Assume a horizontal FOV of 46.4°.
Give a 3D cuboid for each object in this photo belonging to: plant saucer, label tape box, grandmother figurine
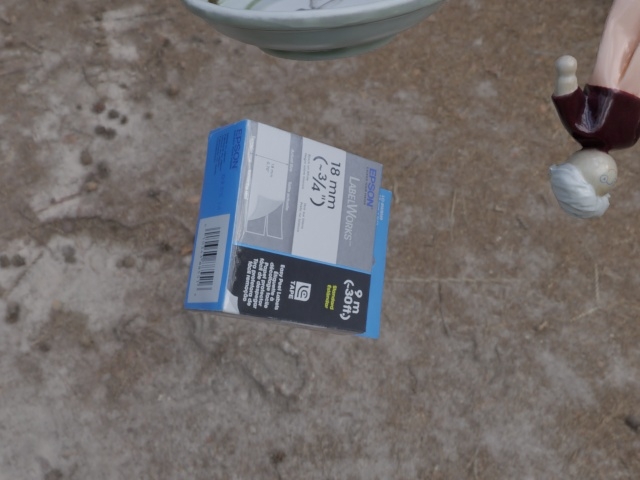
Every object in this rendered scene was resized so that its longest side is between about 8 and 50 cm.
[{"bbox_3d":[0.006,-0.338,1.053,0.401,0.100,0.400,-5,35,3],"label":"plant saucer"},{"bbox_3d":[0.000,0.000,1.012,0.334,0.106,0.240,13,78,-36],"label":"label tape box"},{"bbox_3d":[0.387,-0.194,0.983,0.208,0.342,0.104,10,13,-19],"label":"grandmother figurine"}]
